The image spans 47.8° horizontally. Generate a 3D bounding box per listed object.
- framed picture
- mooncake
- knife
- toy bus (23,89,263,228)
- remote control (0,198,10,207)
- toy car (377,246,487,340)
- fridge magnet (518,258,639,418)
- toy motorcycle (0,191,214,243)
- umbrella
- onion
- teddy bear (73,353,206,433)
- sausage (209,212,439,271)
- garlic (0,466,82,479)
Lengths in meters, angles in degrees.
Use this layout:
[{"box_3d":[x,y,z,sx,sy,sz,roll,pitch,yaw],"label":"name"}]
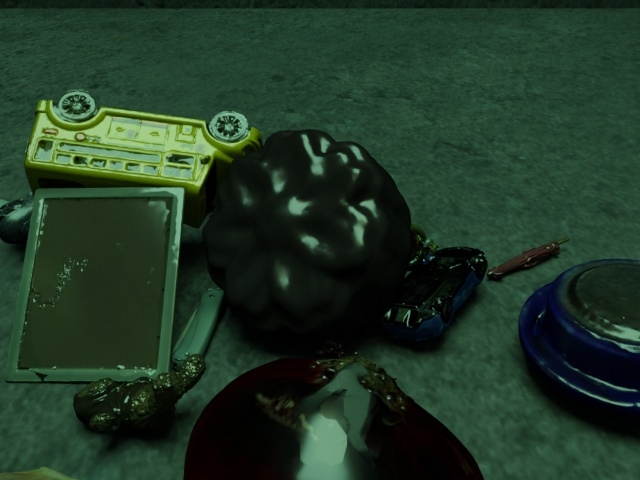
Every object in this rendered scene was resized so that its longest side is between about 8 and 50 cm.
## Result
[{"box_3d":[-0.294,0.054,0.962,0.217,0.016,0.273,0,69,3],"label":"framed picture"},{"box_3d":[-0.024,-0.007,0.956,0.283,0.283,0.141,19,-5,31],"label":"mooncake"},{"box_3d":[-0.166,0.119,0.983,0.044,0.023,0.162,-1,31,10],"label":"knife"},{"box_3d":[-0.255,-0.111,1.079,0.330,0.144,0.152,7,58,-6],"label":"toy bus"},{"box_3d":[-0.596,-0.059,1.298,0.162,0.029,0.061,17,34,29],"label":"remote control"},{"box_3d":[0.160,0.071,1.000,0.103,0.063,0.216,3,26,36],"label":"toy car"},{"box_3d":[0.377,0.111,0.877,0.266,0.112,0.265,-3,30,2],"label":"fridge magnet"},{"box_3d":[-0.353,-0.070,1.214,0.213,0.125,0.359,27,43,36],"label":"toy motorcycle"},{"box_3d":[0.320,0.027,1.107,0.165,0.025,0.027,-20,54,-23],"label":"umbrella"},{"box_3d":[0.001,0.237,0.637,0.273,0.285,0.273,21,2,-1],"label":"onion"},{"box_3d":[-0.206,0.187,0.830,0.160,0.077,0.119,-15,8,20],"label":"teddy bear"},{"box_3d":[0.000,0.000,1.066,0.372,0.082,0.082,6,31,31],"label":"sausage"},{"box_3d":[-0.288,0.312,0.620,0.149,0.128,0.266,-17,43,-2],"label":"garlic"}]
